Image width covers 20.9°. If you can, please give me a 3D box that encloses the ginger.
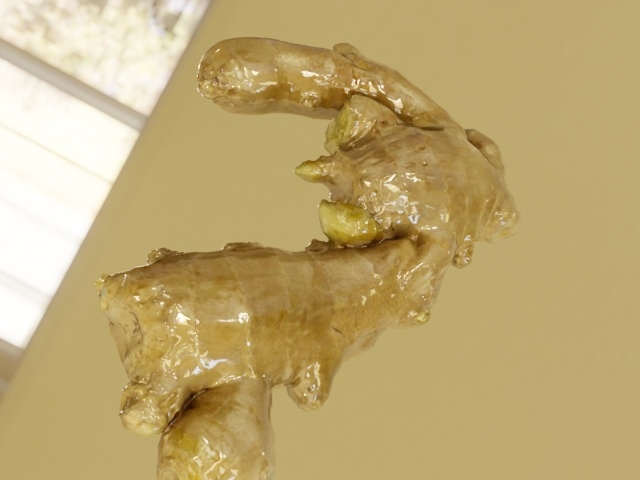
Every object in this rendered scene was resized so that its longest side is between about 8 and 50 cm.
[{"bbox_3d":[0.000,0.000,0.627,0.176,0.193,0.052,-6,155,-20],"label":"ginger"}]
